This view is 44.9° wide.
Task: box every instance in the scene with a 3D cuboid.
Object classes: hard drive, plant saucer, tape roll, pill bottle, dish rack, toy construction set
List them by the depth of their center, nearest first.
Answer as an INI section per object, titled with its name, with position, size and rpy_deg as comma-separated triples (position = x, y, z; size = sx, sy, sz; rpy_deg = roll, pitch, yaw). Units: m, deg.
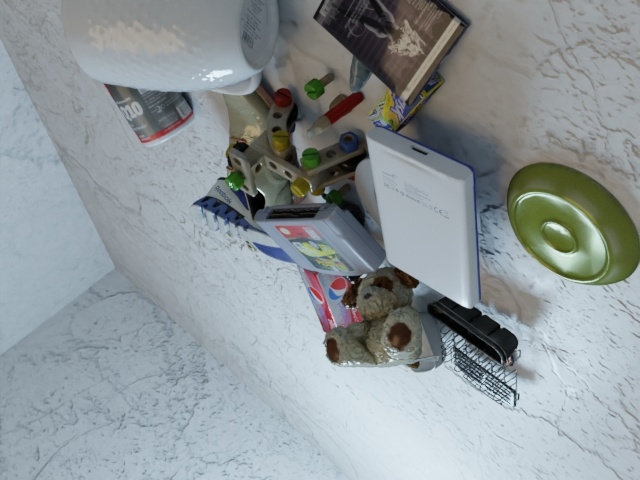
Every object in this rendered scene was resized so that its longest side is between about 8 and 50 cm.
[plant saucer]
position = 0.389, -0.014, 1.235
size = 0.241, 0.037, 0.241
rpy_deg = 39, 154, 23
[hard drive]
position = 0.187, -0.037, 1.371
size = 0.210, 0.040, 0.318
rpy_deg = 31, 150, 36
[tape roll]
position = 0.168, -0.085, 1.475
size = 0.219, 0.072, 0.219
rpy_deg = 38, 154, 22
[toy construction set]
position = -0.057, -0.172, 1.531
size = 0.257, 0.237, 0.309
rpy_deg = 48, 157, 3
[dish rack]
position = 0.334, 0.251, 1.658
size = 0.208, 0.074, 0.271
rpy_deg = 37, 152, 40
[pill bottle]
position = -0.464, -0.400, 2.003
size = 0.161, 0.161, 0.283
rpy_deg = 11, 136, 56

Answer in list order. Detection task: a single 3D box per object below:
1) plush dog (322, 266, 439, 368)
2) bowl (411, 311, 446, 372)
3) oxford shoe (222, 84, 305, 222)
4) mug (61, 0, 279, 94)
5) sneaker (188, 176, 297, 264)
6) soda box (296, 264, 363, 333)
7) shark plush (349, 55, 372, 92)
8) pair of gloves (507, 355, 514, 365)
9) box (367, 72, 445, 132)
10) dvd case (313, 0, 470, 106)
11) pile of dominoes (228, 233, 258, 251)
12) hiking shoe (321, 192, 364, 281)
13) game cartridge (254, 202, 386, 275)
[plush dog]
position = 0.152, 0.167, 1.744
size = 0.262, 0.225, 0.211
rpy_deg = -21, 153, 40
[bowl]
position = 0.241, 0.234, 1.816
size = 0.142, 0.053, 0.142
rpy_deg = -35, 72, 66
[oxford shoe]
position = -0.151, -0.205, 1.762
size = 0.140, 0.146, 0.397
rpy_deg = 25, 147, 45
[mug]
position = -0.245, -0.394, 1.476
size = 0.328, 0.276, 0.374
rpy_deg = 11, 162, 20
[sneaker]
position = -0.154, -0.083, 1.961
size = 0.316, 0.182, 0.127
rpy_deg = 25, 156, 7
[soda box]
position = 0.029, 0.144, 2.043
size = 0.083, 0.092, 0.263
rpy_deg = 25, 146, 43
[shark plush]
position = 0.075, -0.321, 1.283
size = 0.073, 0.067, 0.161
rpy_deg = 43, 154, 21
[pair of gloves]
position = 0.380, 0.234, 1.661
size = 0.083, 0.010, 0.074
rpy_deg = 13, 133, 56
[box]
position = 0.142, -0.238, 1.311
size = 0.059, 0.054, 0.169
rpy_deg = 48, 156, 2
[dvd case]
position = 0.103, -0.339, 1.194
size = 0.221, 0.018, 0.164
rpy_deg = 45, 133, 11
[pile of dominoes]
position = -0.213, -0.031, 2.273
size = 0.251, 0.040, 0.196
rpy_deg = 5, 131, 59
[hiking shoe]
position = 0.056, -0.009, 1.799
size = 0.114, 0.086, 0.227
rpy_deg = 39, 147, 44
[game cartridge]
position = 0.000, 0.000, 1.681
size = 0.196, 0.060, 0.294
rpy_deg = 42, 157, -29
